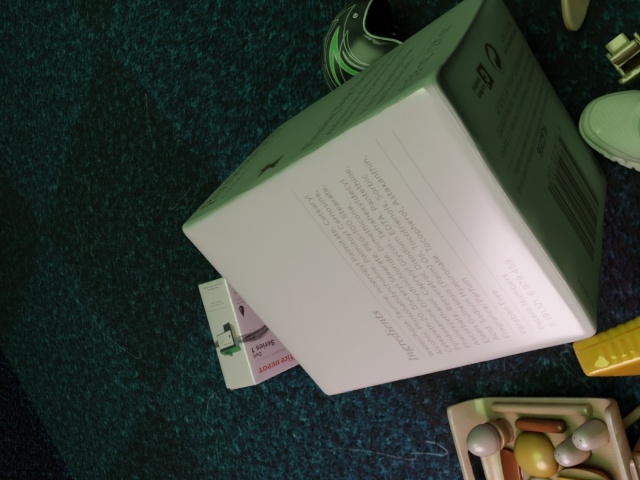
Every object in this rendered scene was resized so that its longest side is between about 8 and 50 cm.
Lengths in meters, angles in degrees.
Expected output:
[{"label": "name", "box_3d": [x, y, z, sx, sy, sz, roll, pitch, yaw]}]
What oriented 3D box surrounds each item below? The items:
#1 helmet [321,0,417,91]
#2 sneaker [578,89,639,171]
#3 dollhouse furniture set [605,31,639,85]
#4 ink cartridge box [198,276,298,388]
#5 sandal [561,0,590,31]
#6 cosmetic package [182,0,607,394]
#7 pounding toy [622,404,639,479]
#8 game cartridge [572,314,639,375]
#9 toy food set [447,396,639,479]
[{"label": "helmet", "box_3d": [0.081, -0.292, 0.941, 0.162, 0.169, 0.169, 37, 121, 9]}, {"label": "sneaker", "box_3d": [0.451, -0.127, 0.688, 0.292, 0.118, 0.110, 22, 92, 33]}, {"label": "dollhouse furniture set", "box_3d": [0.407, -0.229, 0.674, 0.161, 0.182, 0.101, -40, 73, 36]}, {"label": "ink cartridge box", "box_3d": [-0.135, 0.171, 1.205, 0.093, 0.160, 0.219, -18, 88, 40]}, {"label": "sandal", "box_3d": [0.367, -0.388, 0.737, 0.079, 0.088, 0.239, 17, 104, 42]}, {"label": "cosmetic package", "box_3d": [0.111, -0.048, 0.788, 0.394, 0.329, 0.327, -25, 111, 38]}, {"label": "pounding toy", "box_3d": [0.453, 0.312, 0.797, 0.206, 0.094, 0.180, -4, 96, 39]}, {"label": "game cartridge", "box_3d": [0.472, 0.069, 0.615, 0.324, 0.285, 0.052, -33, 59, 38]}, {"label": "toy food set", "box_3d": [0.321, 0.347, 0.859, 0.306, 0.093, 0.219, -25, 77, 59]}]
